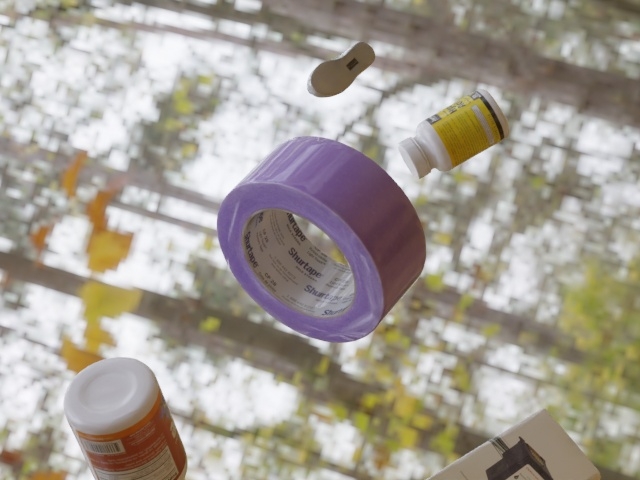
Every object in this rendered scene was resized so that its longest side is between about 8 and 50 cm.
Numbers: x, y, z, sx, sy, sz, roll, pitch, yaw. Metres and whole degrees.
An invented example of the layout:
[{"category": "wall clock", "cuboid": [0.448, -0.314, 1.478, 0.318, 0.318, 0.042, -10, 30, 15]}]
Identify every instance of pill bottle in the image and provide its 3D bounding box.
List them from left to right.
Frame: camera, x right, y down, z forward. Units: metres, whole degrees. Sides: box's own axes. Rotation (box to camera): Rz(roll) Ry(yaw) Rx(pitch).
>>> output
[{"category": "pill bottle", "cuboid": [-0.236, 0.257, 2.245, 0.216, 0.121, 0.121, 74, -146, -42]}, {"category": "pill bottle", "cuboid": [0.148, -0.117, 2.018, 0.116, 0.065, 0.065, -30, -28, -7]}]

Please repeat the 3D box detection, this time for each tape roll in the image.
[{"category": "tape roll", "cuboid": [0.000, 0.000, 1.696, 0.080, 0.189, 0.189, -47, -30, -39]}]

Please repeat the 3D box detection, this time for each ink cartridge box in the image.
[{"category": "ink cartridge box", "cuboid": [0.153, 0.290, 1.844, 0.237, 0.100, 0.172, -22, -22, -47]}]

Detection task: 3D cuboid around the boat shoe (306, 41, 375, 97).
[{"category": "boat shoe", "cuboid": [0.023, -0.224, 2.423, 0.040, 0.049, 0.142, -33, 3, 45]}]
